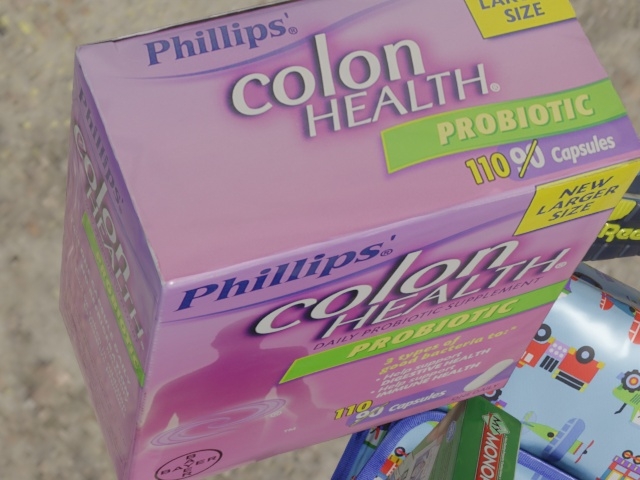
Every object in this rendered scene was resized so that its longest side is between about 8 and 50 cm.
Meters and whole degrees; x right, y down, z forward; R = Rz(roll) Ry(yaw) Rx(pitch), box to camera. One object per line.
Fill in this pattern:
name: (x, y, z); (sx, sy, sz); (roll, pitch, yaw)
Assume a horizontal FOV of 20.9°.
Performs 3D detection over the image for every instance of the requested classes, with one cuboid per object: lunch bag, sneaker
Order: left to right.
lunch bag: (0.145, 0.160, 1.289); (0.221, 0.138, 0.293); (26, 100, -12)
sneaker: (0.165, -0.022, 0.885); (0.053, 0.144, 0.059); (-58, 42, 31)

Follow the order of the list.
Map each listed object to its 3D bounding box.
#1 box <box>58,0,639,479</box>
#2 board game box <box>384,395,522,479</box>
box: (0.000, 0.000, 0.802); (0.243, 0.214, 0.117); (108, 143, -59)
board game box: (0.027, 0.260, 1.024); (0.046, 0.317, 0.213); (31, 127, -9)
